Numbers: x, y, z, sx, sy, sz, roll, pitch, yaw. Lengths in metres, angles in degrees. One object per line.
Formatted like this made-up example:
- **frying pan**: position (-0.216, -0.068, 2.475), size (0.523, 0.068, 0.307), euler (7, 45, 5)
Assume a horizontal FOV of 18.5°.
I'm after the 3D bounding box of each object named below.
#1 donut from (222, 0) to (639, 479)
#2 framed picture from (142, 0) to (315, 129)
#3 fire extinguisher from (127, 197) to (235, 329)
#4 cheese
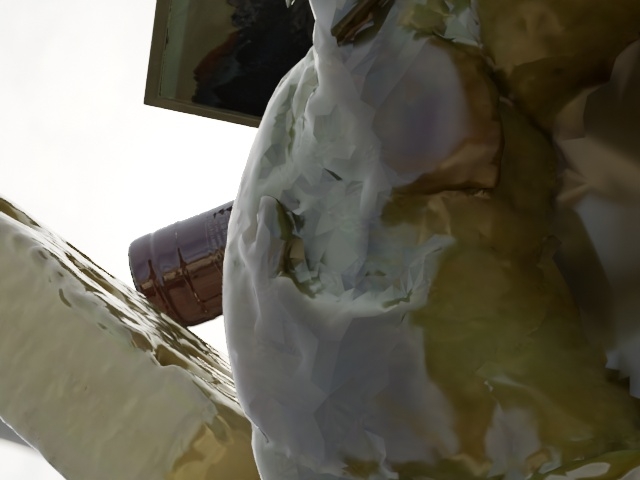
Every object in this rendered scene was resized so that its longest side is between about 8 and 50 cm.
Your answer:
- **donut**: position (0.125, 0.001, 0.564), size (0.170, 0.360, 0.360), euler (15, -91, -47)
- **framed picture**: position (-0.058, -0.205, 1.809), size (0.265, 0.192, 0.018), euler (102, 179, -45)
- **fire extinguisher**: position (0.000, 0.000, 1.831), size (0.102, 0.344, 0.138), euler (28, -138, -73)
- **cheese**: position (-0.141, 0.090, 1.325), size (0.104, 0.384, 0.384), euler (-53, -25, 0)
